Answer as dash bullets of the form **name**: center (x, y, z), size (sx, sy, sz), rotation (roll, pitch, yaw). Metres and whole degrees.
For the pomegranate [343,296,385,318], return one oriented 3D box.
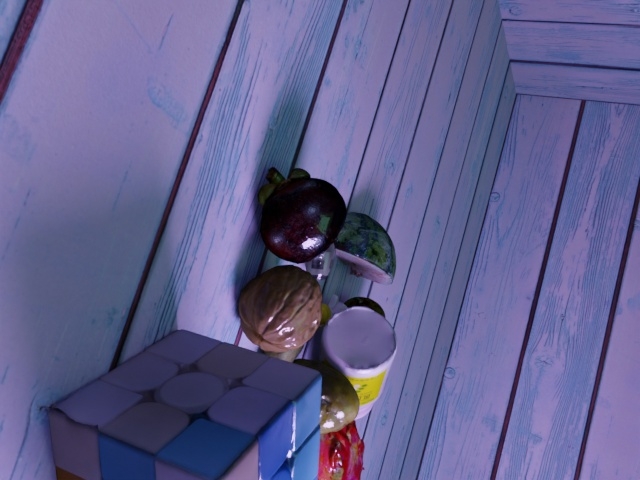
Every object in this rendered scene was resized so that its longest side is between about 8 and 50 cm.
- **pomegranate**: center (0.134, 0.283, 2.002), size (0.156, 0.156, 0.220), rotation (-8, 93, -63)

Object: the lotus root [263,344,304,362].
- **lotus root**: center (-0.099, 0.282, 1.626), size (0.183, 0.077, 0.090), rotation (-46, 148, -52)

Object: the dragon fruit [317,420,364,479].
- **dragon fruit**: center (-0.009, 0.631, 1.756), size (0.370, 0.249, 0.386), rotation (75, 23, -46)

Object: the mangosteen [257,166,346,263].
- **mangosteen**: center (-0.053, -0.056, 1.449), size (0.216, 0.216, 0.216), rotation (-38, 134, -53)

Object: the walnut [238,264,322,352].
- **walnut**: center (-0.091, 0.155, 1.470), size (0.213, 0.213, 0.213), rotation (-38, 134, -53)

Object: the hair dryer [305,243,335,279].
- **hair dryer**: center (0.001, -0.023, 1.661), size (0.225, 0.089, 0.218), rotation (96, -3, -66)

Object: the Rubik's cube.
- **Rubik's cube**: center (-0.224, 0.408, 1.119), size (0.347, 0.347, 0.344), rotation (-31, 130, -56)

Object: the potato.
- **potato**: center (-0.019, 0.405, 1.631), size (0.197, 0.228, 0.148), rotation (-20, 137, -32)

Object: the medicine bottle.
- **medicine bottle**: center (0.098, 0.375, 1.848), size (0.378, 0.214, 0.213), rotation (95, 22, -53)

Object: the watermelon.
- **watermelon**: center (0.134, 0.029, 1.941), size (0.305, 0.180, 0.223), rotation (42, 20, -58)

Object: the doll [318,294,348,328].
- **doll**: center (0.026, 0.226, 1.860), size (0.207, 0.081, 0.129), rotation (6, 93, -62)
